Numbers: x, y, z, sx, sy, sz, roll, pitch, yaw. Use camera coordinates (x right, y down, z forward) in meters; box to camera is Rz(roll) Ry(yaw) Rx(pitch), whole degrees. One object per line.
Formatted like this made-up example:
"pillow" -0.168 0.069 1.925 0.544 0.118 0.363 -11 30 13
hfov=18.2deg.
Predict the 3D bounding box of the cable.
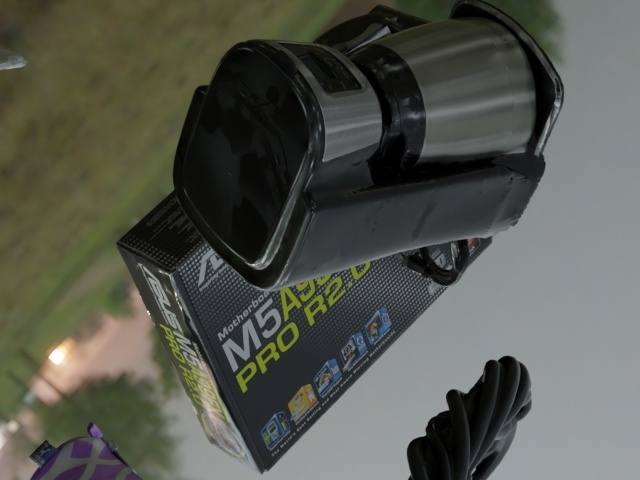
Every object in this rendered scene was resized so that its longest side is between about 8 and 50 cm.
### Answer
"cable" 0.044 0.114 0.872 0.184 0.047 0.150 -53 166 -43

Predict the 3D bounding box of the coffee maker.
"coffee maker" 0.024 -0.033 1.052 0.178 0.120 0.171 -14 115 -37

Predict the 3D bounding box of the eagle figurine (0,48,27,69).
"eagle figurine" -0.257 -0.087 0.800 0.226 0.298 0.225 -21 -146 1

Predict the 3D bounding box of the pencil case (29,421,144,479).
"pencil case" -0.115 0.218 1.393 0.088 0.206 0.086 -45 160 -23

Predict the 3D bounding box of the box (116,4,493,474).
"box" 0.000 0.000 1.399 0.270 0.060 0.216 -44 138 -24
